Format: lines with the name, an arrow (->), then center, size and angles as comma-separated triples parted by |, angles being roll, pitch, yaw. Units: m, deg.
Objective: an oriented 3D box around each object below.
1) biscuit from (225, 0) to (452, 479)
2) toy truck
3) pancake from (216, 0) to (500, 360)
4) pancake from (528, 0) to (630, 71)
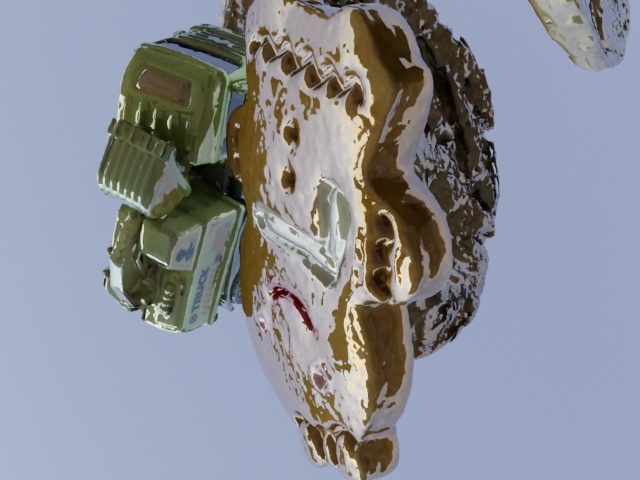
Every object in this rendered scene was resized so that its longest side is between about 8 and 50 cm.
biscuit -> -0.003, 0.001, 0.473 | 0.035, 0.184, 0.249 | -12, -60, -27
toy truck -> -0.088, -0.030, 0.587 | 0.085, 0.116, 0.191 | 25, -63, 22
pancake -> 0.041, -0.090, 0.845 | 0.071, 0.382, 0.382 | -14, -96, 43
pancake -> 0.072, -0.132, 0.330 | 0.028, 0.158, 0.158 | -20, -96, 31
